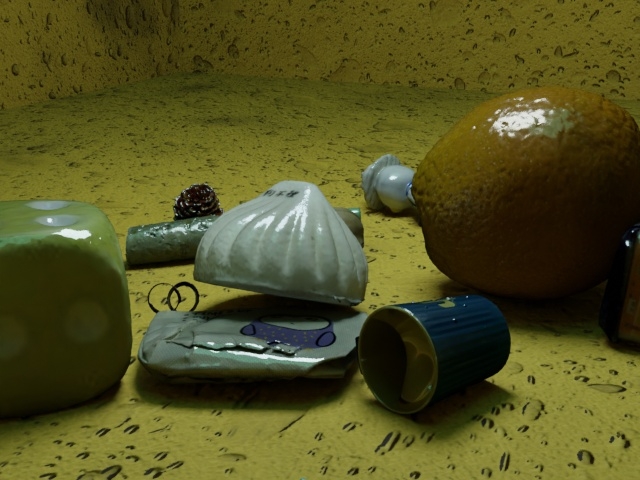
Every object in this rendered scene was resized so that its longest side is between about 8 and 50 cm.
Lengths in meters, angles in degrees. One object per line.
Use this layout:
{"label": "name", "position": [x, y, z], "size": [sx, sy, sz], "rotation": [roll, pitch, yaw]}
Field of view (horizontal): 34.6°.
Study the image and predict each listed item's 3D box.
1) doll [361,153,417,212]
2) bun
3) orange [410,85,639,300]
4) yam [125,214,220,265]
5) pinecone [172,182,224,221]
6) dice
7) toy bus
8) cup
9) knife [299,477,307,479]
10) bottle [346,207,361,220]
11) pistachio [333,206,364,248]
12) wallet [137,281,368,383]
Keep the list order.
{"label": "doll", "position": [0.192, -0.093, 2.015], "size": [0.293, 0.119, 0.138], "rotation": [21, 19, 38]}
{"label": "bun", "position": [-0.050, -0.002, 1.514], "size": [0.263, 0.175, 0.263], "rotation": [8, -3, 0]}
{"label": "orange", "position": [0.317, -0.067, 1.562], "size": [0.357, 0.322, 0.322], "rotation": [-11, 14, 18]}
{"label": "yam", "position": [-0.253, 0.001, 1.796], "size": [0.179, 0.078, 0.078], "rotation": [-9, 18, -12]}
{"label": "pinecone", "position": [-0.230, -0.057, 1.945], "size": [0.102, 0.102, 0.109], "rotation": [-5, -12, -13]}
{"label": "dice", "position": [-0.381, 0.076, 1.316], "size": [0.233, 0.227, 0.238], "rotation": [-8, 17, -26]}
{"label": "toy bus", "position": [0.552, 0.038, 1.489], "size": [0.162, 0.171, 0.386], "rotation": [21, 26, 28]}
{"label": "cup", "position": [0.132, 0.132, 1.281], "size": [0.155, 0.131, 0.176], "rotation": [-9, 7, -39]}
{"label": "knife", "position": [-0.052, 0.273, 0.986], "size": [0.166, 0.023, 0.078], "rotation": [-14, 15, -40]}
{"label": "bottle", "position": [0.036, -0.047, 1.999], "size": [0.083, 0.030, 0.030], "rotation": [-4, 17, -5]}
{"label": "pistachio", "position": [0.000, 0.000, 1.704], "size": [0.126, 0.108, 0.185], "rotation": [23, 22, 38]}
{"label": "wallet", "position": [-0.095, 0.128, 1.384], "size": [0.335, 0.068, 0.275], "rotation": [1, 15, 4]}
